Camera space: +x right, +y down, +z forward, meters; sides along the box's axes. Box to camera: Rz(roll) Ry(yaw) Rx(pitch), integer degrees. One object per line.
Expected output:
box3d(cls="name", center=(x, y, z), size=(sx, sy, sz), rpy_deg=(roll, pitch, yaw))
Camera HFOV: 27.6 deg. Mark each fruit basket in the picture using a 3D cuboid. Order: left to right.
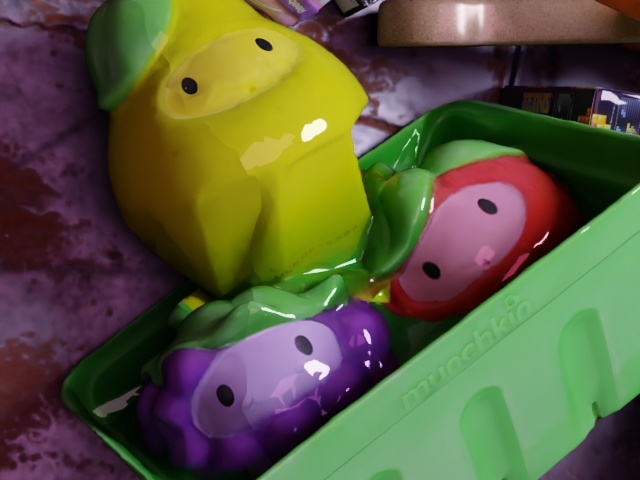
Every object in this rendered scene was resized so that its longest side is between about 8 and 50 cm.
box3d(cls="fruit basket", center=(0.000, 0.000, 0.820), size=(0.392, 0.283, 0.392), rpy_deg=(-8, 107, -28))

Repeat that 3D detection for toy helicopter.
box3d(cls="toy helicopter", center=(0.216, -0.150, 0.901), size=(0.355, 0.235, 0.140), rpy_deg=(-1, 100, 5))

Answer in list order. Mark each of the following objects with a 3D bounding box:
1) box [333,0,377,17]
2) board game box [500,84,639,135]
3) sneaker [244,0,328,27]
box3d(cls="box", center=(0.062, -0.293, 0.946), size=(0.220, 0.051, 0.175), rpy_deg=(-36, 100, -16))
box3d(cls="board game box", center=(0.236, -0.079, 0.951), size=(0.170, 0.141, 0.048), rpy_deg=(7, 96, -20))
box3d(cls="sneaker", center=(-0.079, -0.218, 0.866), size=(0.236, 0.104, 0.095), rpy_deg=(31, 58, -7))
